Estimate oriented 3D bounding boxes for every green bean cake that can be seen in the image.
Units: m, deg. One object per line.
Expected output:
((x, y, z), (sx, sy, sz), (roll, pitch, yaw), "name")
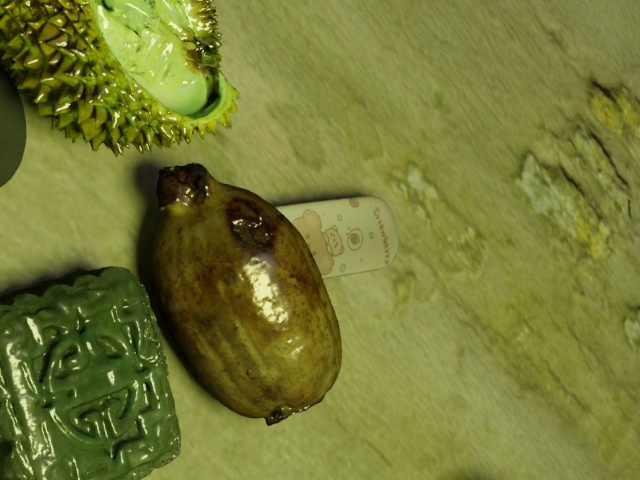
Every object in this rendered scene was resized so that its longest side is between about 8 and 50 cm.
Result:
((-0.210, 0.124, 1.165), (0.185, 0.094, 0.183), (-19, 95, -48), "green bean cake")

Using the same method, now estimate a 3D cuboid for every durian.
((-0.173, -0.180, 1.188), (0.200, 0.176, 0.237), (-25, 95, -33), "durian")

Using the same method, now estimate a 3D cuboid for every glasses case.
((0.000, 0.000, 1.404), (0.204, 0.051, 0.081), (-10, 89, -44), "glasses case")

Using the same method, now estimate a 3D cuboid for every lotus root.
((-0.073, 0.046, 1.269), (0.128, 0.145, 0.260), (-76, 141, -73), "lotus root")

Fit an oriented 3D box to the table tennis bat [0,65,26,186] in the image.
((-0.335, -0.097, 1.129), (0.234, 0.022, 0.131), (-3, 86, -46), "table tennis bat")
